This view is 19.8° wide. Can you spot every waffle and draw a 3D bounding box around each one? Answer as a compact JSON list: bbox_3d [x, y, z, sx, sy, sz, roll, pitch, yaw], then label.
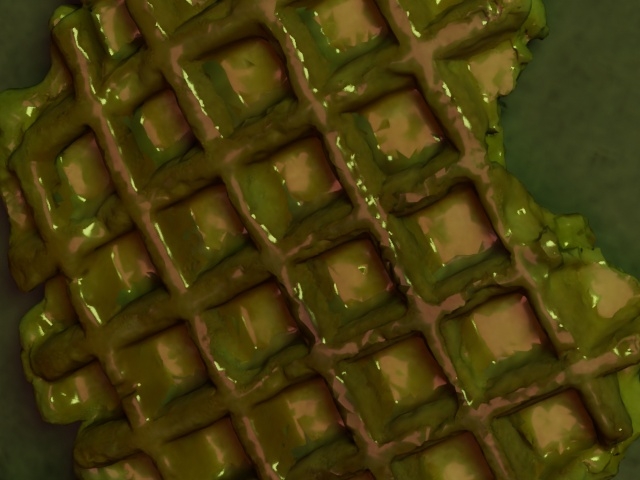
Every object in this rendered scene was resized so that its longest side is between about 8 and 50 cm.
[{"bbox_3d":[0.001,0.009,0.721,0.281,0.058,0.300,0,107,19],"label":"waffle"}]
